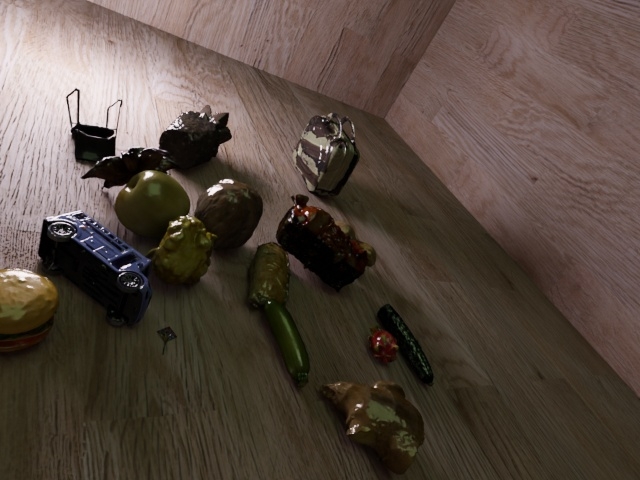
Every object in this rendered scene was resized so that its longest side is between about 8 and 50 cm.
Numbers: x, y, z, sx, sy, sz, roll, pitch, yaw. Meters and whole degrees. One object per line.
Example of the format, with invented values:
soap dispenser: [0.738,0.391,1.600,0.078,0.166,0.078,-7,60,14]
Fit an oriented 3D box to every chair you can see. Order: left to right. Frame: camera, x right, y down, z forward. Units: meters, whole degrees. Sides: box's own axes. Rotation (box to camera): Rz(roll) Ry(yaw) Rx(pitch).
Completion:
chair: [-0.737,-0.356,1.395,0.140,0.222,0.145,1,0,-41]

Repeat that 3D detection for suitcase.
suitcase: [0.042,-0.405,1.946,0.193,0.339,0.352,10,36,-33]

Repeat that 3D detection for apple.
apple: [-0.461,-0.100,1.189,0.199,0.200,0.200,23,31,-15]

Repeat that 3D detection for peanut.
peanut: [0.090,0.018,1.577,0.253,0.137,0.122,40,33,8]

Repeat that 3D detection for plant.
plant: [-0.460,-0.399,1.619,0.181,0.194,0.321,32,33,-7]

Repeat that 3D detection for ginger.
ginger: [0.130,0.413,1.045,0.270,0.123,0.218,39,33,12]

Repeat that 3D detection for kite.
kite: [-0.350,0.229,0.990,0.044,0.002,0.078,5,38,-38]

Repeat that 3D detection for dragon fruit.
dragon fruit: [0.187,0.310,1.296,0.086,0.081,0.116,6,38,-20]

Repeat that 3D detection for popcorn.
popcorn: [-0.352,0.029,1.112,0.155,0.198,0.198,33,30,-2]

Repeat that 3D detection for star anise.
star anise: [-0.539,-0.224,1.229,0.271,0.271,0.103,-7,77,-48]

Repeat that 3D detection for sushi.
sushi: [0.000,0.000,1.433,0.343,0.182,0.196,43,12,-11]

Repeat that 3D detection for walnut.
walnut: [-0.277,-0.083,1.301,0.224,0.224,0.224,23,31,-15]

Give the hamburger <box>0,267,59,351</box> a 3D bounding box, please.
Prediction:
hamburger: [-0.583,0.130,0.806,0.161,0.115,0.162,23,29,-14]

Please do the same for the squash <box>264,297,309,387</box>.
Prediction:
squash: [-0.083,0.260,1.120,0.069,0.069,0.258,3,48,-40]

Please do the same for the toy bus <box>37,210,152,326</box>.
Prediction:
toy bus: [-0.494,0.060,0.983,0.292,0.126,0.133,35,30,7]

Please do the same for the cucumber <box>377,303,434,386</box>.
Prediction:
cucumber: [0.278,0.331,1.366,0.067,0.068,0.294,3,41,-40]

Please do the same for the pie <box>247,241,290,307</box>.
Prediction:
pie: [-0.152,0.105,1.295,0.128,0.068,0.283,24,34,-18]
